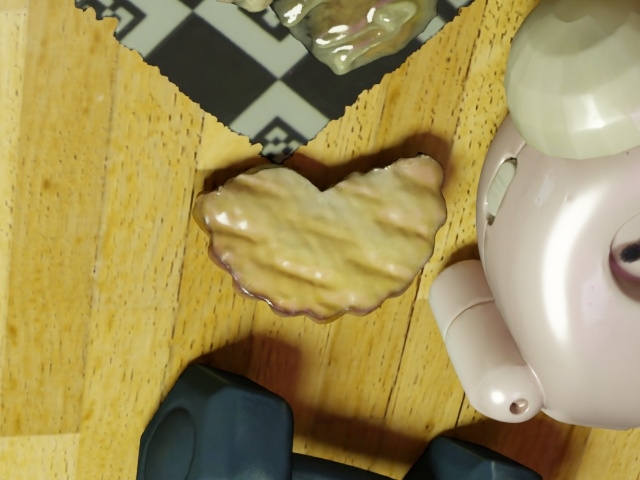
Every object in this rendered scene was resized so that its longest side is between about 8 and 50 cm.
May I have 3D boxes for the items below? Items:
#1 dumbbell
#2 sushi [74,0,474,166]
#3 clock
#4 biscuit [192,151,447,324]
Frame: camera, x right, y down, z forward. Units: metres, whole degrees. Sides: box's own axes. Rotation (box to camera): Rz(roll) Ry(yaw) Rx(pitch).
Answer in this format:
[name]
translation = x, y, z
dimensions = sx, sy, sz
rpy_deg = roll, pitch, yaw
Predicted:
[dumbbell]
translation = 0.018, 0.204, 1.424
dimensions = 0.325, 0.160, 0.144
rpy_deg = 20, 88, -29
[sushi]
translation = -0.029, -0.200, 1.112
dimensions = 0.296, 0.100, 0.373
rpy_deg = -39, 128, 15
[clock]
translation = 0.264, -0.027, 1.305
dimensions = 0.342, 0.184, 0.326
rpy_deg = 3, 122, -25
[biscuit]
translation = 0.000, 0.000, 1.303
dimensions = 0.183, 0.061, 0.118
rpy_deg = -4, 93, -13
